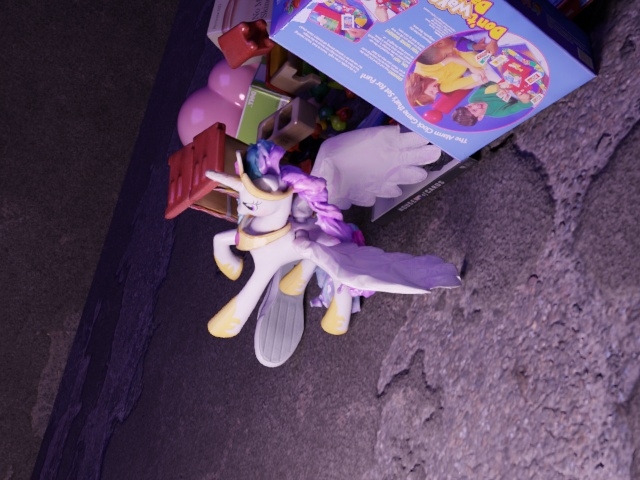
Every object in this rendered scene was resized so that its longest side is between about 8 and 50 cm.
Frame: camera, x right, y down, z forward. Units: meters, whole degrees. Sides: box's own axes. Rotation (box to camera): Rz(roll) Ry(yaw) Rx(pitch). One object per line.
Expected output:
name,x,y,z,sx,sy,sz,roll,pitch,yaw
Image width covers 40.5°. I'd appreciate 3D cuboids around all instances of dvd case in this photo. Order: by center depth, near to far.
dvd case,0.163,-0.147,1.376,0.239,0.029,0.179,-36,40,50

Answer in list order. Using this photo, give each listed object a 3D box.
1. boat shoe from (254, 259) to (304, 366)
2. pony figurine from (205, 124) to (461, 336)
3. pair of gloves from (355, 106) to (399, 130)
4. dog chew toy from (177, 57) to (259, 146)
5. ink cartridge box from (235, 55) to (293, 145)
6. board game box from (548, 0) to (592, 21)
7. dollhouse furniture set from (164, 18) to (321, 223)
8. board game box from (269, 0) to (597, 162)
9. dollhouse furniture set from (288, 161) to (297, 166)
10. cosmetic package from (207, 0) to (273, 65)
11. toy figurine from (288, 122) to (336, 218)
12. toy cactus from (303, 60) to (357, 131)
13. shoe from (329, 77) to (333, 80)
boat shoe,-0.071,0.137,1.577,0.076,0.083,0.226,126,165,-53
pony figurine,0.000,0.000,1.271,0.363,0.351,0.303,104,162,-50
pair of gloves,0.121,-0.238,1.496,0.198,0.023,0.159,-30,30,53
dog chew toy,-0.191,-0.337,2.042,0.332,0.207,0.206,-57,26,5
ink cartridge box,-0.125,-0.234,1.809,0.255,0.097,0.189,-75,5,-48
board game box,0.323,-0.334,1.170,0.281,0.027,0.145,-41,21,45
dollhouse furniture set,-0.125,-0.200,1.466,0.152,0.201,0.374,-27,53,44
board game box,0.143,-0.257,1.097,0.233,0.347,0.078,-32,42,40
dollhouse furniture set,-0.081,-0.083,1.766,0.058,0.076,0.151,137,149,-65
cosmetic package,-0.078,-0.487,1.859,0.296,0.129,0.153,-5,64,31
toy figurine,-0.028,-0.107,1.602,0.213,0.148,0.209,-62,32,8
toy cactus,-0.009,-0.282,1.724,0.219,0.112,0.180,55,155,22
shoe,0.057,-0.407,1.747,0.081,0.063,0.178,-5,71,57
